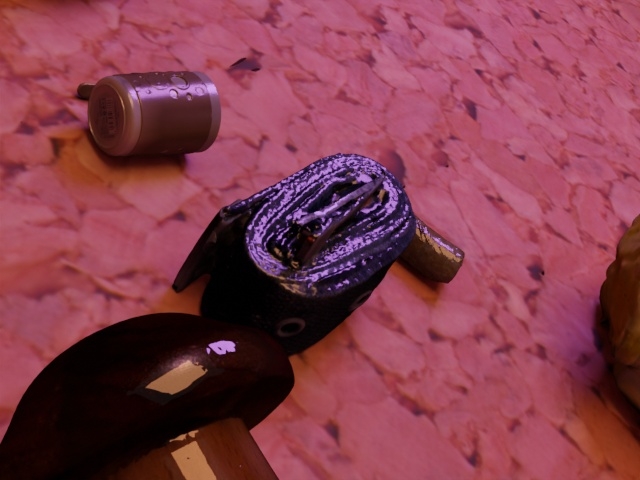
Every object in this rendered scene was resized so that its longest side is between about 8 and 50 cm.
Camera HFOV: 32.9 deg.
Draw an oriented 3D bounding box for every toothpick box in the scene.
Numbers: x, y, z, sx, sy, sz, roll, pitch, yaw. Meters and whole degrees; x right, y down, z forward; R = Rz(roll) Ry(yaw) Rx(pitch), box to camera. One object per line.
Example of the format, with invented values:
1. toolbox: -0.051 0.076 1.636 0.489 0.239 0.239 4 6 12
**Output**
1. toothpick box: -0.063 0.184 0.617 0.192 0.192 0.294 -11 63 -45

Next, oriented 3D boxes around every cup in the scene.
1. cup: -0.154 -0.122 0.956 0.099 0.074 0.102 -9 56 -45

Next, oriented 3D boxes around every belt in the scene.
1. belt: 0.000 0.000 0.906 0.122 0.128 0.218 45 38 9

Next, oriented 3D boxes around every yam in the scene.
1. yam: 0.095 0.003 1.054 0.094 0.043 0.043 39 36 2

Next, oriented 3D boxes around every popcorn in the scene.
1. popcorn: 0.399 0.082 1.087 0.225 0.276 0.276 1 37 12
